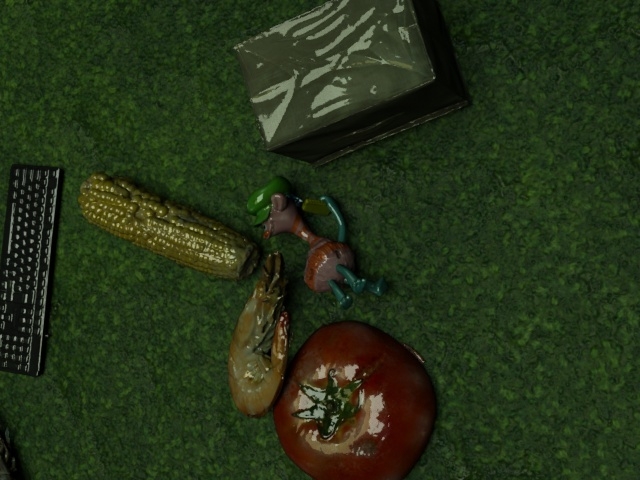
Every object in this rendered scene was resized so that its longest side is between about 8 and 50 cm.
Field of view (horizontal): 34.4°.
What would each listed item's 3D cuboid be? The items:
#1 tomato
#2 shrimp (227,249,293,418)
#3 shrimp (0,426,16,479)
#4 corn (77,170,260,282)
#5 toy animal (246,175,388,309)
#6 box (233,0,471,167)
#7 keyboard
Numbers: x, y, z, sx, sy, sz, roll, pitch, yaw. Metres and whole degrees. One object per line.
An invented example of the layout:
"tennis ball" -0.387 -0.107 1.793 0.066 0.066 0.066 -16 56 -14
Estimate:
"tomato" 0.029 0.211 1.295 0.224 0.085 0.225 -1 89 25
"shrimp" -0.071 0.123 1.315 0.133 0.053 0.236 -121 45 -57
"shrimp" -0.494 0.307 1.517 0.073 0.074 0.190 -53 55 46
"corn" -0.215 -0.021 1.407 0.288 0.086 0.087 23 96 21
"toy animal" 0.000 0.000 1.318 0.103 0.100 0.208 -41 63 -7
"box" 0.041 -0.203 1.273 0.231 0.149 0.156 -19 79 21
"keyboard" -0.434 0.043 1.530 0.100 0.018 0.310 6 90 24
